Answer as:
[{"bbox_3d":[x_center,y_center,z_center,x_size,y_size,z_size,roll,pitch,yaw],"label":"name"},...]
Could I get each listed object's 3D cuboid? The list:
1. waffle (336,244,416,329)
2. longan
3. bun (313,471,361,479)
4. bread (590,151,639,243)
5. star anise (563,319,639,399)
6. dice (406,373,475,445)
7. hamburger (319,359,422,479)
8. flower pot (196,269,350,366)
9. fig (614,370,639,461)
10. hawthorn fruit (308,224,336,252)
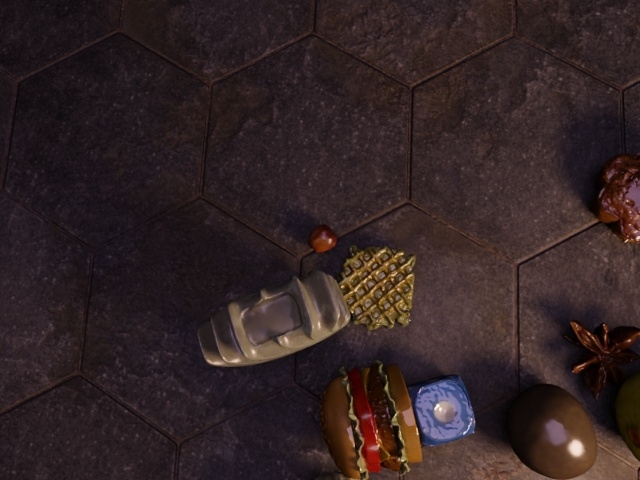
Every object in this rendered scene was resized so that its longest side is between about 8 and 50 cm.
[{"bbox_3d":[0.140,0.123,1.499,0.204,0.054,0.223,6,81,6],"label":"waffle"},{"bbox_3d":[0.541,0.453,1.350,0.196,0.196,0.220,-22,81,-1],"label":"longan"},{"bbox_3d":[0.038,0.631,1.359,0.220,0.220,0.134,-21,50,0],"label":"bun"},{"bbox_3d":[0.814,-0.104,1.458,0.246,0.135,0.232,25,83,7],"label":"bread"},{"bbox_3d":[0.699,0.280,1.413,0.196,0.111,0.212,-18,87,6],"label":"star anise"},{"bbox_3d":[0.285,0.409,1.395,0.143,0.146,0.146,-15,79,-1],"label":"dice"},{"bbox_3d":[0.105,0.423,1.340,0.212,0.274,0.274,-13,80,0],"label":"hamburger"},{"bbox_3d":[-0.115,0.205,1.388,0.367,0.254,0.164,-22,76,3],"label":"flower pot"},{"bbox_3d":[0.859,0.414,1.311,0.326,0.258,0.258,-2,80,-9],"label":"fig"},{"bbox_3d":[0.004,-0.004,1.524,0.077,0.077,0.077,-1,80,3],"label":"hawthorn fruit"}]
